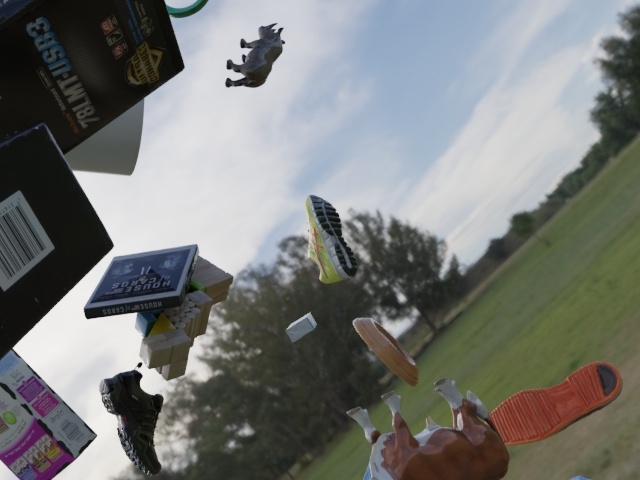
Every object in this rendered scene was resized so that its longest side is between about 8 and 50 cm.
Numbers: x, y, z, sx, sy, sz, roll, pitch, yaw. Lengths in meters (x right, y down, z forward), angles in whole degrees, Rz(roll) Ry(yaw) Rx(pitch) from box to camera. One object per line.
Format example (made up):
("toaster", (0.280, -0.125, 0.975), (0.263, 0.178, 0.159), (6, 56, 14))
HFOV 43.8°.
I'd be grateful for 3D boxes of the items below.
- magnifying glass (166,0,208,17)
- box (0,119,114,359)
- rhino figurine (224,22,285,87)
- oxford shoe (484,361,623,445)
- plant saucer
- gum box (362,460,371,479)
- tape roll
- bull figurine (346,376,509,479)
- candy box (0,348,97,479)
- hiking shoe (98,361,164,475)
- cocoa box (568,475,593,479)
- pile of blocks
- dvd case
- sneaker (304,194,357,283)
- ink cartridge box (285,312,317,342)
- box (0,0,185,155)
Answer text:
("magnifying glass", (-0.175, -0.449, 1.306), (0.231, 0.092, 0.026), (-36, -13, -6))
("box", (-0.433, 0.040, 0.851), (0.293, 0.183, 0.296), (-18, 19, 20))
("rhino figurine", (-0.152, -0.472, 2.011), (0.073, 0.106, 0.243), (79, -153, -49))
("oxford shoe", (0.590, 0.429, 1.999), (0.363, 0.130, 0.132), (-27, -31, 17))
("plant saucer", (0.153, 0.241, 1.779), (0.037, 0.200, 0.200), (-44, -12, 4))
("gum box", (0.147, 0.468, 1.407), (0.184, 0.041, 0.157), (-3, 49, 39))
("tape roll", (-0.477, -0.263, 1.681), (0.169, 0.246, 0.246), (4, -34, -22))
("bull figurine", (0.149, 0.314, 1.174), (0.310, 0.189, 0.101), (-4, -26, -38))
("candy box", (-0.525, 0.310, 1.392), (0.159, 0.233, 0.071), (-39, 6, 31))
("hiking shoe", (-0.358, 0.366, 1.626), (0.114, 0.227, 0.086), (-26, 9, -32))
("cocoa box", (0.435, 0.588, 1.240), (0.227, 0.347, 0.231), (-19, 3, -19))
("pile of blocks", (-0.291, 0.157, 1.564), (0.362, 0.148, 0.113), (-65, -8, -64))
("dvd case", (-0.334, 0.075, 1.523), (0.179, 0.030, 0.239), (-8, 21, 3))
("sneaker", (0.000, 0.000, 1.724), (0.094, 0.209, 0.081), (-33, -24, 35))
("ink cartridge box", (-0.034, 0.163, 1.502), (0.048, 0.028, 0.083), (-32, 0, 5))
("box", (-0.337, -0.248, 1.059), (0.293, 0.073, 0.295), (-41, -17, -15))
